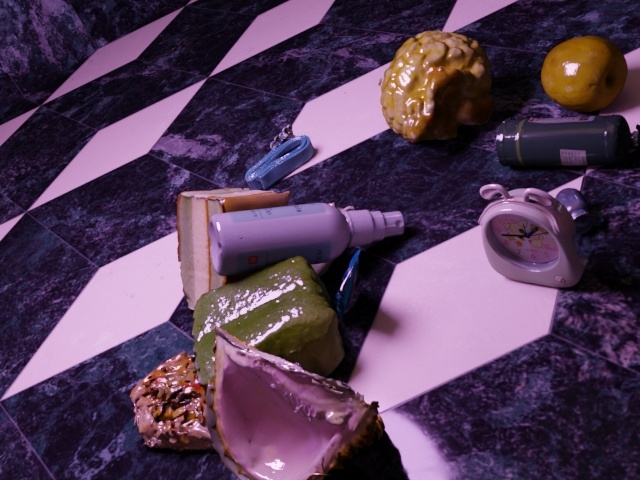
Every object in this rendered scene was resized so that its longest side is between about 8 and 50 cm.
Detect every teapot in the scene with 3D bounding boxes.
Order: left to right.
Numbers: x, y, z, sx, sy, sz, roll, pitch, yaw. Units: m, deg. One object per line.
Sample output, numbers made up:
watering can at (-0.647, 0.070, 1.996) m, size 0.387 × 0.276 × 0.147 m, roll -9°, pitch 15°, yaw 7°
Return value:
teapot at (0.428, -0.046, 1.319) m, size 0.049 × 0.063 × 0.083 m, roll -47°, pitch 30°, yaw 28°

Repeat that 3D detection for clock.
clock at (0.321, -0.015, 1.213) m, size 0.151 × 0.191 × 0.062 m, roll 10°, pitch 50°, yaw 39°

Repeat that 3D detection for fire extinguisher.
fire extinguisher at (0.470, -0.180, 1.413) m, size 0.294 × 0.118 × 0.093 m, roll 2°, pitch 80°, yaw 34°

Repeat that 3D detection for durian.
durian at (-0.059, 0.267, 1.139) m, size 0.305 × 0.185 × 0.196 m, roll 19°, pitch 83°, yaw 24°

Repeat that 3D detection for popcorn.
popcorn at (0.238, -0.301, 1.629) m, size 0.236 × 0.206 × 0.252 m, roll -2°, pitch 52°, yaw 9°

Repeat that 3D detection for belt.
belt at (-0.102, -0.183, 1.805) m, size 0.179 × 0.065 × 0.100 m, roll -38°, pitch 47°, yaw -16°

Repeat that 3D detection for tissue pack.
tissue pack at (0.044, 0.075, 1.317) m, size 0.027 × 0.138 × 0.085 m, roll 18°, pitch 67°, yaw 4°

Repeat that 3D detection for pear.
pear at (0.507, -0.321, 1.525) m, size 0.148 × 0.149 × 0.162 m, roll -37°, pitch 27°, yaw -14°

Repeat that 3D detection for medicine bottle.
medicine bottle at (-0.019, -0.011, 1.419) m, size 0.351 × 0.110 × 0.110 m, roll -7°, pitch 32°, yaw -17°

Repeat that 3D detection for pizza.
pizza at (-0.247, 0.274, 1.317) m, size 0.147 × 0.069 × 0.226 m, roll -25°, pitch 35°, yaw -1°

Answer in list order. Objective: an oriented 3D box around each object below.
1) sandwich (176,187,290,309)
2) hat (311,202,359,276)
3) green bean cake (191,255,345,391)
sandwich at (-0.159, 0.016, 1.558) m, size 0.155 × 0.228 × 0.198 m, roll 11°, pitch 14°, yaw 43°
hat at (-0.001, 0.002, 1.513) m, size 0.122 × 0.081 × 0.166 m, roll 21°, pitch 65°, yaw -1°
green bean cake at (-0.086, 0.155, 1.320) m, size 0.248 × 0.125 × 0.222 m, roll -25°, pitch 37°, yaw 6°
